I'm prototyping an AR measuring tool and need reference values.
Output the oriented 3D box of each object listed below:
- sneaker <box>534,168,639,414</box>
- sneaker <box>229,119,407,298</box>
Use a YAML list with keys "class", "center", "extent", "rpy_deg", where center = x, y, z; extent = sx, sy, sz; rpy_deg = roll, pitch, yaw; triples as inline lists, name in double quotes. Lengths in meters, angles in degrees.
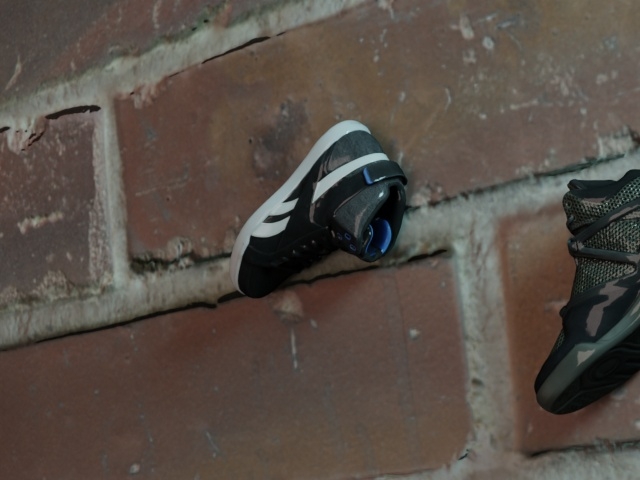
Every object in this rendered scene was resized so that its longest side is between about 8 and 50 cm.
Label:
- class: "sneaker"
  center: [0.238, 0.034, 1.433]
  extent: [0.130, 0.087, 0.227]
  rpy_deg: [46, 113, 36]
- class: "sneaker"
  center: [0.000, 0.000, 1.651]
  extent: [0.217, 0.079, 0.121]
  rpy_deg: [-54, 53, 23]
